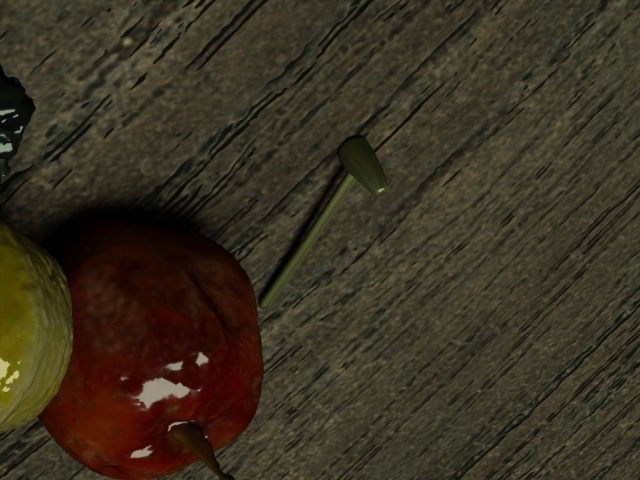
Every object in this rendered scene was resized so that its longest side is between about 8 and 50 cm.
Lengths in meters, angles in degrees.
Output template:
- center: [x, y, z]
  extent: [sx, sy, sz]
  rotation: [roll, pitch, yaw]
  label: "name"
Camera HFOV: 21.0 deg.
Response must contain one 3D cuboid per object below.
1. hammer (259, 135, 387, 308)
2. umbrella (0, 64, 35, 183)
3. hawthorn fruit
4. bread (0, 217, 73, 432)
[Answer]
- center: [0.000, 0.000, 1.497]
  extent: [0.028, 0.060, 0.195]
  rotation: [4, 133, -37]
  label: "hammer"
- center: [-0.351, -0.106, 1.100]
  extent: [0.336, 0.128, 0.154]
  rotation: [10, 111, -34]
  label: "umbrella"
- center: [-0.132, 0.112, 1.374]
  extent: [0.207, 0.243, 0.207]
  rotation: [-21, 141, -18]
  label: "hawthorn fruit"
- center: [-0.281, 0.058, 1.251]
  extent: [0.197, 0.197, 0.170]
  rotation: [-37, 168, 6]
  label: "bread"
